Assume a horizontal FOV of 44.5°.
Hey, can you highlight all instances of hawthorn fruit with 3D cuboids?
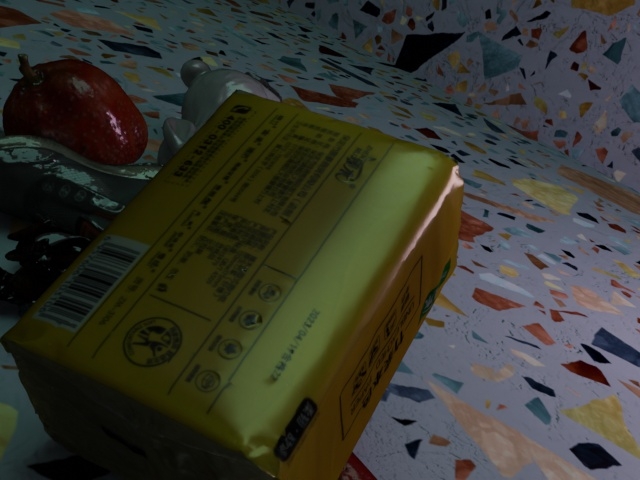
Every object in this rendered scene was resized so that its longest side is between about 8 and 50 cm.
[{"bbox_3d":[-0.395,-0.192,1.223,0.205,0.253,0.205,-16,39,14],"label":"hawthorn fruit"}]

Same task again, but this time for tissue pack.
[{"bbox_3d":[-0.064,0.063,0.779,0.293,0.228,0.381,19,53,21],"label":"tissue pack"}]

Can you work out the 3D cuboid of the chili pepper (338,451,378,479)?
[{"bbox_3d":[0.005,0.238,0.846,0.137,0.091,0.368,17,27,-47],"label":"chili pepper"}]

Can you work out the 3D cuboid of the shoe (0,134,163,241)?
[{"bbox_3d":[-0.337,-0.039,1.120,0.337,0.132,0.171,8,35,-32],"label":"shoe"}]

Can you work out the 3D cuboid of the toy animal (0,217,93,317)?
[{"bbox_3d":[-0.320,0.057,0.974,0.179,0.116,0.218,40,5,-33],"label":"toy animal"}]

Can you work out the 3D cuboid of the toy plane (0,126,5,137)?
[{"bbox_3d":[-0.563,-0.153,1.217,0.174,0.080,0.174,18,42,-17],"label":"toy plane"}]

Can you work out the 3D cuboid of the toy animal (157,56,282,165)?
[{"bbox_3d":[-0.201,-0.205,1.511,0.258,0.193,0.357,28,31,-7],"label":"toy animal"}]
